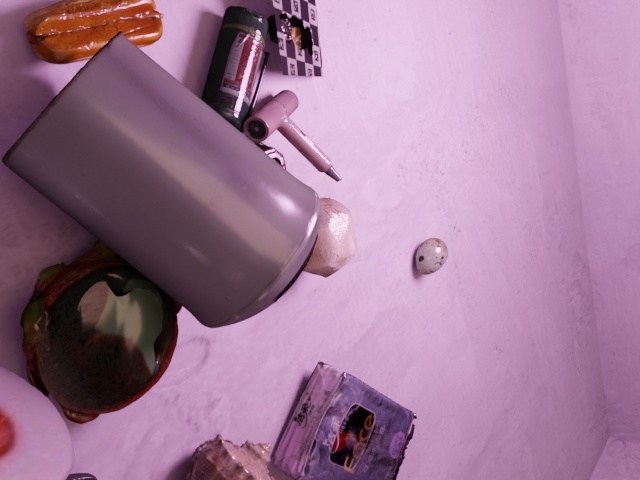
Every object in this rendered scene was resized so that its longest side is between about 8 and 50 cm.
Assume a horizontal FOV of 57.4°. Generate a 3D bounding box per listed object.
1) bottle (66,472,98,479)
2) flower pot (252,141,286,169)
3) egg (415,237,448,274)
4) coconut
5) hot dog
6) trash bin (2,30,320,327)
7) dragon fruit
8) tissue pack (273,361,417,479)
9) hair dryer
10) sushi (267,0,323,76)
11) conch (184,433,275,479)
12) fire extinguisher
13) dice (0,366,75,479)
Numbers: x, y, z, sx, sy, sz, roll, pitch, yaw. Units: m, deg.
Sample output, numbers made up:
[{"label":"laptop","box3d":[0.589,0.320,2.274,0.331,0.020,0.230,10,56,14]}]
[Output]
[{"label":"bottle","box3d":[-0.445,0.420,0.855,0.254,0.080,0.095,-8,102,-46]},{"label":"flower pot","box3d":[-0.152,-0.101,1.134,0.251,0.084,0.178,-29,114,-43]},{"label":"egg","box3d":[0.312,0.045,1.650,0.085,0.085,0.110,25,93,-46]},{"label":"coconut","box3d":[0.001,-0.001,1.258,0.161,0.161,0.162,-34,118,-41]},{"label":"hot dog","box3d":[-0.344,-0.337,0.922,0.236,0.062,0.092,-28,113,-40]},{"label":"trash bin","box3d":[-0.206,-0.068,0.884,0.432,0.280,0.280,41,62,-24]},{"label":"dragon fruit","box3d":[-0.337,0.141,0.924,0.269,0.130,0.295,0,93,-43]},{"label":"tissue pack","box3d":[0.069,0.469,1.391,0.361,0.122,0.259,42,66,-43]},{"label":"hair dryer","box3d":[-0.045,-0.184,1.174,0.220,0.054,0.195,52,30,-14]},{"label":"sushi","box3d":[-0.066,-0.434,1.209,0.215,0.051,0.192,-32,117,-64]},{"label":"conch","box3d":[-0.185,0.463,1.096,0.245,0.163,0.178,-39,107,-5]},{"label":"fire extinguisher","box3d":[-0.169,-0.283,1.093,0.118,0.093,0.294,24,75,-49]},{"label":"dice","box3d":[-0.456,0.292,0.644,0.243,0.259,0.251,42,97,-11]}]
